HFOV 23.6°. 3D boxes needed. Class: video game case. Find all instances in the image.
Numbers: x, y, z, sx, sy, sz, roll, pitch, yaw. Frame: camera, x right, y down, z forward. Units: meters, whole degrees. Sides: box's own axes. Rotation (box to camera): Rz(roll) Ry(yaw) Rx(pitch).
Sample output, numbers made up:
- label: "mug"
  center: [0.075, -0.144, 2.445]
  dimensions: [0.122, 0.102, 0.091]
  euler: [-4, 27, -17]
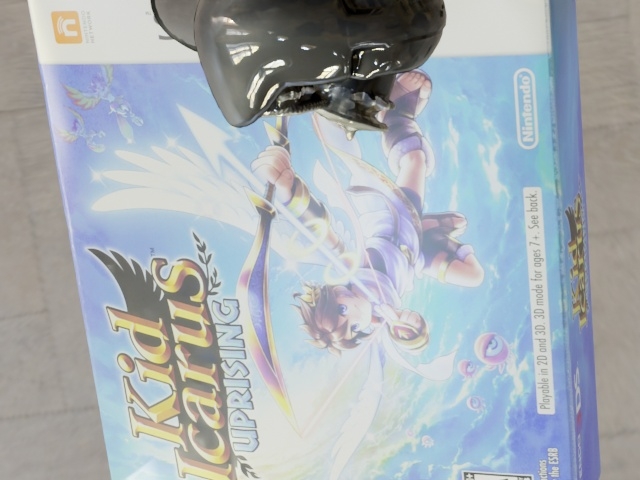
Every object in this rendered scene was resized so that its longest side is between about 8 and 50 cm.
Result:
- label: "video game case"
  center: [0.000, 0.000, 0.721]
  dimensions: [0.244, 0.061, 0.270]
  euler: [1, 112, 21]

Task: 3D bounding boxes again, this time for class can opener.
- label: "can opener"
  center: [-0.011, -0.067, 0.418]
  dimensions: [0.059, 0.186, 0.073]
  euler: [-1, 98, -11]
